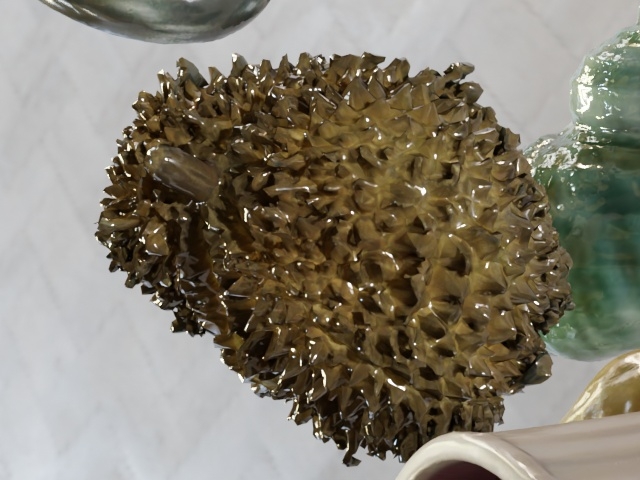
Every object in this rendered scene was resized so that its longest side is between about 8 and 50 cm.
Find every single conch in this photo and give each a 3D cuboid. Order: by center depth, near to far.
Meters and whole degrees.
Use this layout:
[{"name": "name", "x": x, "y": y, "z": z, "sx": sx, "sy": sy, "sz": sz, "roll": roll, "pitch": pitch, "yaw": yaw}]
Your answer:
[{"name": "conch", "x": 0.217, "y": -0.045, "z": 1.194, "sx": 0.220, "sy": 0.195, "sz": 0.277, "roll": 18, "pitch": 106, "yaw": 12}]

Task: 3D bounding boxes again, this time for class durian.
[{"name": "durian", "x": 0.000, "y": 0.000, "z": 0.741, "sx": 0.196, "sy": 0.196, "sz": 0.167, "roll": -1, "pitch": 71, "yaw": 48}]

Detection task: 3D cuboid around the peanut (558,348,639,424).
[{"name": "peanut", "x": 0.208, "y": 0.099, "z": 1.010, "sx": 0.226, "sy": 0.095, "sz": 0.108, "roll": -29, "pitch": 87, "yaw": 5}]

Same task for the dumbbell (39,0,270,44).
[{"name": "dumbbell", "x": -0.059, "y": -0.275, "z": 0.962, "sx": 0.406, "sy": 0.179, "sz": 0.179, "roll": -66, "pitch": 33, "yaw": 38}]

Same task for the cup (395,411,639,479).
[{"name": "cup", "x": 0.171, "y": 0.166, "z": 0.453, "sx": 0.208, "sy": 0.273, "sz": 0.288, "roll": 115, "pitch": 141, "yaw": -59}]
